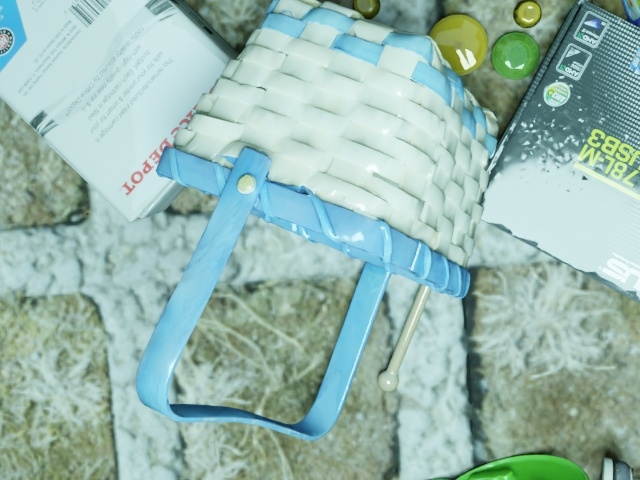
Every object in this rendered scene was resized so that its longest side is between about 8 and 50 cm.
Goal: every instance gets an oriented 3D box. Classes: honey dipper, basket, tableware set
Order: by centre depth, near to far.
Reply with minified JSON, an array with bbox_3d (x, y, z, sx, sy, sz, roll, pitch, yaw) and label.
[{"bbox_3d":[0.000,0.000,0.708,0.201,0.255,0.288,17,83,26],"label":"basket"},{"bbox_3d":[0.102,-0.184,0.786,0.154,0.024,0.104,11,100,5],"label":"tableware set"},{"bbox_3d":[0.080,0.051,0.809,0.031,0.030,0.160,23,101,5],"label":"honey dipper"}]

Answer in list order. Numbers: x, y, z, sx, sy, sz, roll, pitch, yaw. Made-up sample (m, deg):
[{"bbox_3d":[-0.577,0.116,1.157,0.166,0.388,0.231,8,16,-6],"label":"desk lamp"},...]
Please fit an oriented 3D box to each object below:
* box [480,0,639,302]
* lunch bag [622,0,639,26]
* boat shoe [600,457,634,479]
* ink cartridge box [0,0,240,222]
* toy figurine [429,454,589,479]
[{"bbox_3d":[0.236,-0.060,0.768,0.191,0.045,0.184,29,97,5],"label":"box"},{"bbox_3d":[0.267,-0.194,0.708,0.151,0.129,0.096,37,99,2],"label":"lunch bag"},{"bbox_3d":[0.259,0.263,0.782,0.065,0.075,0.206,-8,103,18],"label":"boat shoe"},{"bbox_3d":[-0.161,-0.136,0.792,0.203,0.086,0.148,45,100,0],"label":"ink cartridge box"},{"bbox_3d":[0.150,0.274,0.792,0.173,0.130,0.159,-12,104,30],"label":"toy figurine"}]
